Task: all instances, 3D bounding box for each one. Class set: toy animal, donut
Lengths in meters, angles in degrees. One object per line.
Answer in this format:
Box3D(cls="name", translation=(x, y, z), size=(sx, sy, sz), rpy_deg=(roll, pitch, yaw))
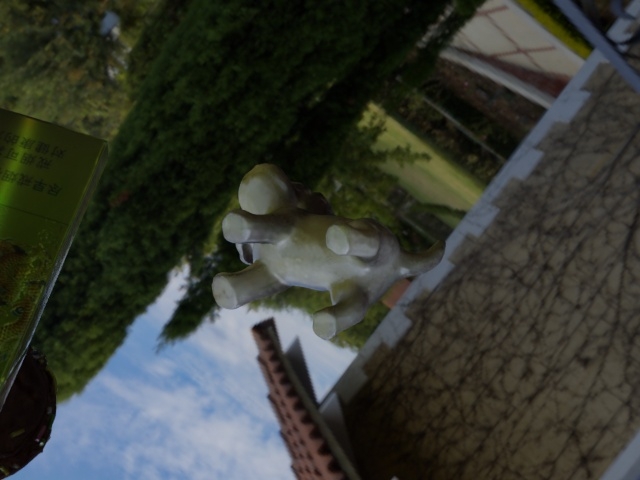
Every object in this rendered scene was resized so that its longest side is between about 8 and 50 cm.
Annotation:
Box3D(cls="toy animal", translation=(-0.016, 0.001, 0.751), size=(0.233, 0.121, 0.169), rpy_deg=(19, -154, 39))
Box3D(cls="donut", translation=(-0.432, 0.191, 0.886), size=(0.235, 0.089, 0.235), rpy_deg=(24, -139, -22))

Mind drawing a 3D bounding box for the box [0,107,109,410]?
Box3D(cls="box", translation=(-0.352, 0.006, 0.771), size=(0.173, 0.311, 0.043), rpy_deg=(16, 152, -5))
